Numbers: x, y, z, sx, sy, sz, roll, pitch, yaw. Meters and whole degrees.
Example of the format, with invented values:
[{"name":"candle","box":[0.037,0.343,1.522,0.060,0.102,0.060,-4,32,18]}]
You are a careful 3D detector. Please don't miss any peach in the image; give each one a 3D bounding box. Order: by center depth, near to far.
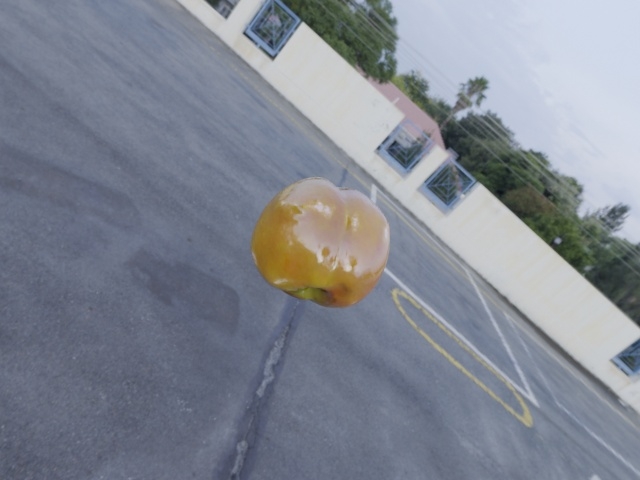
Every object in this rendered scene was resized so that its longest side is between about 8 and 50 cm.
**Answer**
[{"name":"peach","box":[0.000,0.000,0.459,0.138,0.138,0.138,38,19,-15]}]
